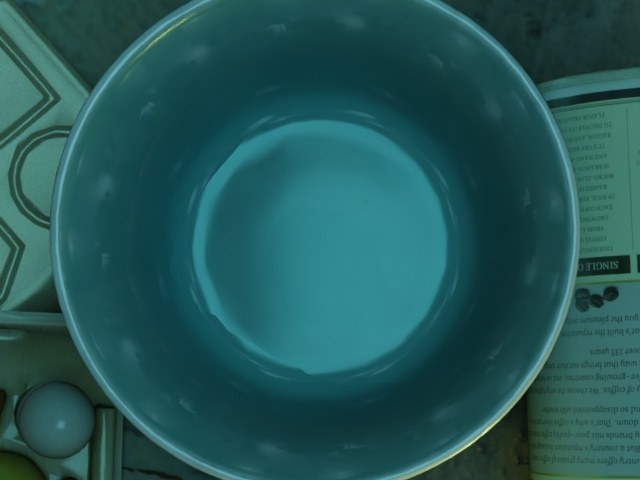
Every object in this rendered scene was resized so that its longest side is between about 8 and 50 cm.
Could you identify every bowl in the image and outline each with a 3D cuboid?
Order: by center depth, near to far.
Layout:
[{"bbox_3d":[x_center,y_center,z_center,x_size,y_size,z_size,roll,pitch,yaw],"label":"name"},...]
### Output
[{"bbox_3d":[0.000,0.000,1.083,0.311,0.163,0.311,0,85,3],"label":"bowl"}]

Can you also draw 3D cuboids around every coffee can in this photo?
[{"bbox_3d":[0.228,0.038,1.107,0.201,0.201,0.275,-2,86,-7],"label":"coffee can"}]

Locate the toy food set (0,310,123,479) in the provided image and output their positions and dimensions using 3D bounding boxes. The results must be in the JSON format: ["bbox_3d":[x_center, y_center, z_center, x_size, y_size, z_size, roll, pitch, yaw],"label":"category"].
[{"bbox_3d":[-0.225,0.196,1.074,0.219,0.092,0.306,3,85,-19],"label":"toy food set"}]

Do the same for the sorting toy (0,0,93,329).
[{"bbox_3d":[-0.229,-0.042,1.145,0.193,0.038,0.208,-42,96,-8],"label":"sorting toy"}]
